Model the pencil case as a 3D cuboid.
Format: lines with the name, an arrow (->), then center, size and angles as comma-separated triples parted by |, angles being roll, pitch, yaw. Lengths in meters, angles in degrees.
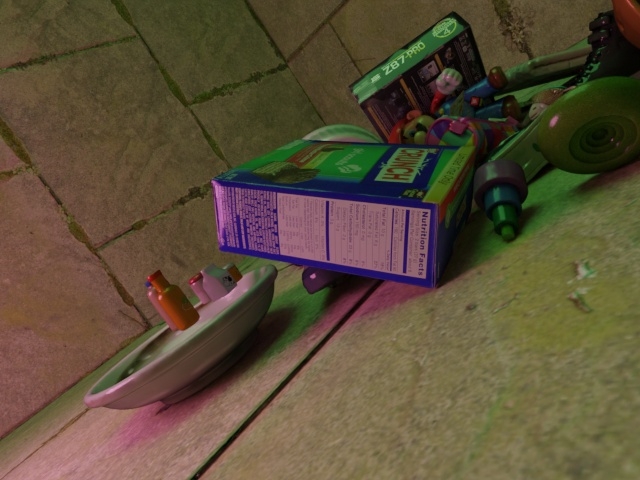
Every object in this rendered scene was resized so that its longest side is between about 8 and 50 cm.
pencil case -> 0.277, -0.174, 0.868 | 0.104, 0.104, 0.236 | -28, -7, 40

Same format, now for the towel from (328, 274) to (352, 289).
towel -> 0.066, 0.038, 0.946 | 0.152, 0.023, 0.113 | -35, 8, -8

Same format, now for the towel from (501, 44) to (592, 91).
towel -> 0.631, -0.468, 1.325 | 0.317, 0.053, 0.332 | -15, 6, -2

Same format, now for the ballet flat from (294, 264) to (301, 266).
ballet flat -> -0.003, 0.006, 1.302 | 0.203, 0.074, 0.074 | -38, 5, 22

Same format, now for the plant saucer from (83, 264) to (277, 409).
plant saucer -> -0.227, 0.194, 0.903 | 0.400, 0.100, 0.400 | -33, 8, 5

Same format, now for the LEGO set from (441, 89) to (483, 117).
LEGO set -> 0.280, -0.187, 0.966 | 0.060, 0.182, 0.244 | 16, 48, 29

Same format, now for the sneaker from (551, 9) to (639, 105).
sneaker -> 0.525, -0.342, 0.937 | 0.296, 0.147, 0.104 | -34, 9, 9

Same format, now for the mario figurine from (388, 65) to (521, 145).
mario figurine -> 0.310, -0.280, 1.184 | 0.321, 0.198, 0.170 | -26, -26, 24

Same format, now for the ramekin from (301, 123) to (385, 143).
ramekin -> 0.051, -0.114, 1.076 | 0.277, 0.277, 0.135 | -33, 14, 5

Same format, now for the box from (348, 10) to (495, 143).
box -> 0.305, -0.365, 1.339 | 0.318, 0.395, 0.097 | -34, 51, 13

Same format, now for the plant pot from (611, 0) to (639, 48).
plant pot -> 0.589, -0.418, 0.749 | 0.291, 0.290, 0.203 | -32, -9, 17

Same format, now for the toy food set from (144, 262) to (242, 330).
toy food set -> -0.238, 0.080, 0.888 | 0.111, 0.104, 0.232 | -31, 8, 23

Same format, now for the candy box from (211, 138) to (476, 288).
candy box -> 0.048, -0.063, 0.725 | 0.317, 0.122, 0.268 | 9, 26, 22

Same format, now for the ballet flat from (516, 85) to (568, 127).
ballet flat -> 0.511, -0.306, 1.161 | 0.067, 0.073, 0.206 | -62, 7, -4

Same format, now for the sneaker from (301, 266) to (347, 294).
sneaker -> 0.000, 0.000, 0.864 | 0.112, 0.131, 0.319 | -31, 6, 7

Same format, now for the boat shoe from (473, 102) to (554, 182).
boat shoe -> 0.343, -0.156, 0.757 | 0.233, 0.084, 0.079 | -36, 7, 9

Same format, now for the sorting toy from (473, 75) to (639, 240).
sorting toy -> 0.325, -0.097, 0.505 | 0.365, 0.127, 0.126 | -32, 36, 38
